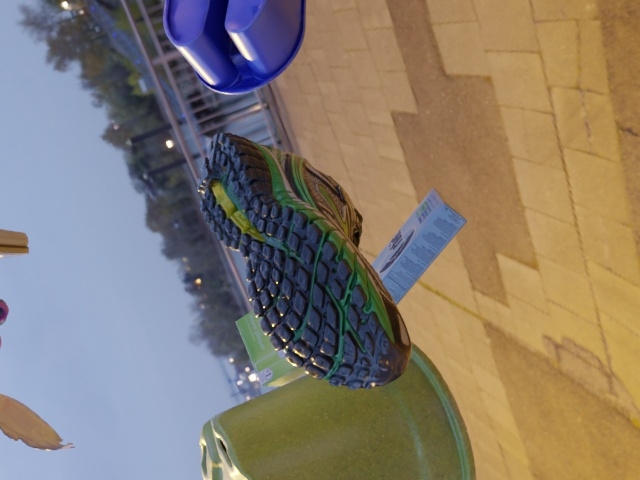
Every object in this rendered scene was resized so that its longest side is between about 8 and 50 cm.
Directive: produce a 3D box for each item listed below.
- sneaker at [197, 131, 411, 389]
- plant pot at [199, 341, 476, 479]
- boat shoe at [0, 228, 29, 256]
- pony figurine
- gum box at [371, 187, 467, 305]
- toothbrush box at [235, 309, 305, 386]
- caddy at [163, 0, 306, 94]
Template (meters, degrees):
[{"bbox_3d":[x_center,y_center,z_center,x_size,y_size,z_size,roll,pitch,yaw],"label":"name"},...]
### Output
[{"bbox_3d":[0.000,0.000,0.690,0.343,0.146,0.134,57,134,40],"label":"sneaker"},{"bbox_3d":[0.001,0.270,0.828,0.276,0.254,0.276,31,125,57],"label":"plant pot"},{"bbox_3d":[-0.652,-0.025,1.181,0.113,0.302,0.103,-13,76,40],"label":"boat shoe"},{"bbox_3d":[-0.611,0.250,1.085,0.351,0.363,0.303,37,156,27],"label":"pony figurine"},{"bbox_3d":[0.119,0.020,0.943,0.041,0.184,0.157,38,-169,-4],"label":"gum box"},{"bbox_3d":[-0.063,0.247,1.879,0.122,0.283,0.206,22,-141,-61],"label":"toothbrush box"},{"bbox_3d":[-0.151,-0.444,1.297,0.179,0.241,0.341,42,-134,-61],"label":"caddy"}]
